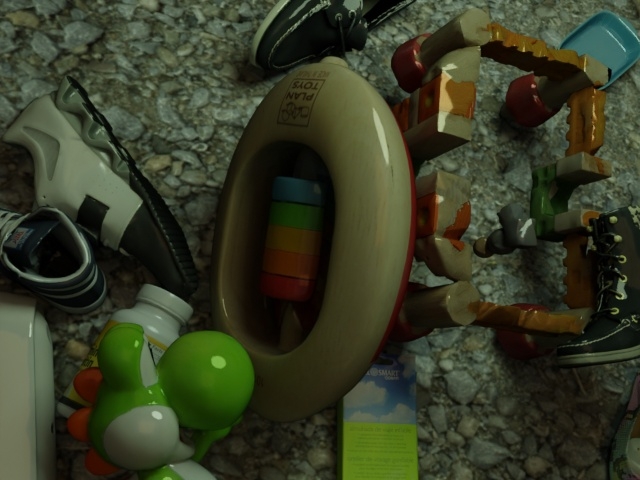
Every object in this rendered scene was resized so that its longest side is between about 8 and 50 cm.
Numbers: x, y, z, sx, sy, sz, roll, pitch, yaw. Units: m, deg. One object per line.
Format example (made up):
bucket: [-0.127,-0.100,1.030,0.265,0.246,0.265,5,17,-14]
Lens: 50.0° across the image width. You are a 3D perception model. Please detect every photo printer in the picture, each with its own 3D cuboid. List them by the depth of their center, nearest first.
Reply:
photo printer: [-0.437,0.209,0.782,0.256,0.107,0.307,-6,74,-12]

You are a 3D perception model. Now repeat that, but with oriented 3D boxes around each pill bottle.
pill bottle: [-0.235,0.151,0.854,0.103,0.103,0.184,28,68,-4]

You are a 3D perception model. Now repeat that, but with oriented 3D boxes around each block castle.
block castle: [0.235,-0.067,0.987,0.303,0.213,0.453,10,77,-23]

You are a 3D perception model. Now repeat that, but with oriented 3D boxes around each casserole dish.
casserole dish: [0.489,-0.331,1.218,0.188,0.037,0.114,-39,86,-20]

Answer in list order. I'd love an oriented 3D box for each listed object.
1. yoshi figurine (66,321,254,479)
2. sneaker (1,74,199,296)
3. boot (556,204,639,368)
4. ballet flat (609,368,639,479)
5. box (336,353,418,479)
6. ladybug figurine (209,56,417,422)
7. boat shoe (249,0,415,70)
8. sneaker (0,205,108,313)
yoshi figurine: [-0.129,0.253,0.759,0.203,0.204,0.362,-23,102,-48]
sneaker: [-0.291,-0.042,0.908,0.146,0.122,0.330,-36,85,-3]
boot: [0.360,0.055,0.860,0.236,0.085,0.178,-11,84,-32]
ballet flat: [0.483,0.277,1.004,0.077,0.079,0.221,29,69,-4]
box: [0.077,0.245,0.933,0.109,0.042,0.178,5,72,-13]
ladybug figurine: [0.000,0.000,0.864,0.162,0.305,0.449,6,97,-45]
boat shoe: [0.041,-0.347,1.066,0.113,0.127,0.340,42,58,14]
sneaker: [-0.396,-0.006,0.836,0.282,0.153,0.099,25,68,-5]
